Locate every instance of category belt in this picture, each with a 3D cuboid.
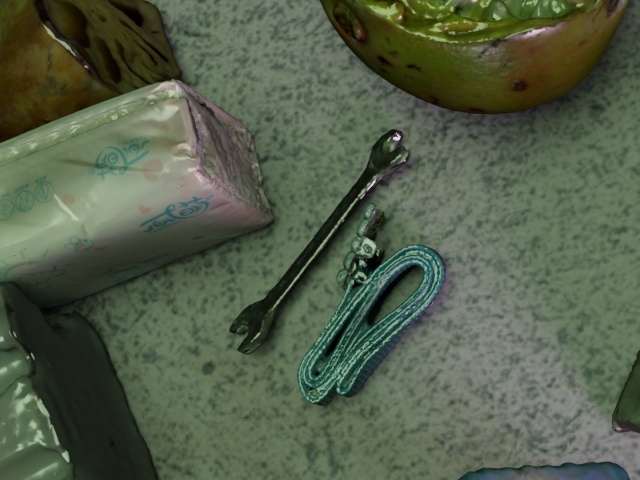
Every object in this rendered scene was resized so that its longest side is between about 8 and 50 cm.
[{"bbox_3d":[0.033,0.066,1.551,0.100,0.065,0.179,38,90,12],"label":"belt"}]

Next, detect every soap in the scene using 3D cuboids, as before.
[{"bbox_3d":[-0.364,0.288,1.542,0.435,0.213,0.350,-32,68,8],"label":"soap"}]

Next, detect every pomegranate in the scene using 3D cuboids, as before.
[{"bbox_3d":[0.154,-0.260,1.524,0.358,0.216,0.310,-34,66,-25],"label":"pomegranate"}]

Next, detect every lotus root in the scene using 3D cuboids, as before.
[{"bbox_3d":[-0.255,-0.156,1.633,0.180,0.188,0.199,-43,57,21],"label":"lotus root"}]

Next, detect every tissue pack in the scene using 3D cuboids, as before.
[{"bbox_3d":[-0.203,-0.035,1.576,0.271,0.201,0.124,-22,75,13],"label":"tissue pack"}]

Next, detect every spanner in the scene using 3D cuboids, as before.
[{"bbox_3d":[0.000,0.000,1.588,0.254,0.015,0.054,-52,30,0],"label":"spanner"}]

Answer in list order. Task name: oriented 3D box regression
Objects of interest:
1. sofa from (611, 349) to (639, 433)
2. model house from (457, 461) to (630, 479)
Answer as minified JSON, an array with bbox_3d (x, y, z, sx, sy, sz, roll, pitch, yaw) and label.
[{"bbox_3d":[0.390,0.112,1.419,0.225,0.176,0.210,22,84,-8],"label":"sofa"},{"bbox_3d":[0.182,0.371,1.281,0.382,0.342,0.334,41,127,2],"label":"model house"}]
